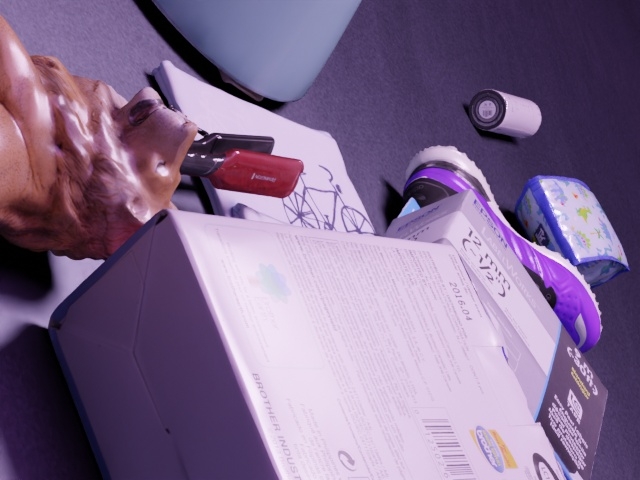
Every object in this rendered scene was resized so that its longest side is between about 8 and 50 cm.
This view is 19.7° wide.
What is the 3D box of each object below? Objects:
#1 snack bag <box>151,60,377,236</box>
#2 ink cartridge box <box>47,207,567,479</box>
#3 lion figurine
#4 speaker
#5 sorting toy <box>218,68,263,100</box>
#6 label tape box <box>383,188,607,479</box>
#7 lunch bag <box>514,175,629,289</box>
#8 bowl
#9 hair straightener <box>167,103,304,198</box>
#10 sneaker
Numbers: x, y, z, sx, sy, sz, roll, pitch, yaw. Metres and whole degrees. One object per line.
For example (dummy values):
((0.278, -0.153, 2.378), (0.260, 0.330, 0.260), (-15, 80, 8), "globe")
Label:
((0.000, 0.000, 1.726), (0.323, 0.037, 0.342), (18, 42, -56), "snack bag")
((0.027, 0.140, 1.346), (0.395, 0.151, 0.270), (5, 54, -48), "ink cartridge box")
((-0.250, -0.060, 1.200), (0.392, 0.142, 0.240), (-27, 91, -54), "lion figurine")
((0.247, -0.168, 2.454), (0.055, 0.055, 0.136), (62, 22, 14), "speaker")
((-0.086, -0.181, 1.834), (0.062, 0.012, 0.083), (24, 38, -52), "sorting toy")
((0.158, 0.090, 1.736), (0.249, 0.115, 0.347), (55, 24, -9), "label tape box")
((0.310, -0.009, 2.304), (0.129, 0.096, 0.151), (64, 13, 20), "lunch bag")
((-0.061, -0.309, 1.844), (0.311, 0.163, 0.311), (43, 22, -22), "bowl")
((-0.119, -0.076, 1.550), (0.230, 0.047, 0.089), (-1, 34, -47), "hair straightener")
((0.187, 0.043, 1.988), (0.293, 0.102, 0.146), (44, 28, -15), "sneaker")
